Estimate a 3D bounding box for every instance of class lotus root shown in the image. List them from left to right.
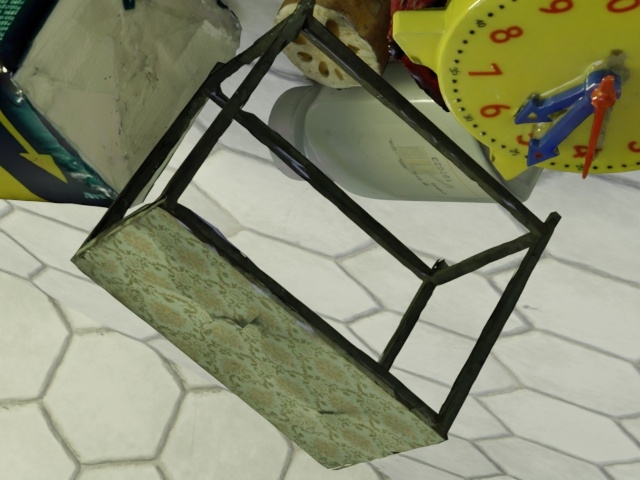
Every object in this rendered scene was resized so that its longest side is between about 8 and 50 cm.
[{"bbox_3d":[0.015,-0.210,1.523,0.122,0.081,0.112,2,149,46],"label":"lotus root"}]

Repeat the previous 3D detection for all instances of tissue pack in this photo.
[{"bbox_3d":[-0.330,-0.196,1.677,0.416,0.264,0.253,3,147,41],"label":"tissue pack"}]

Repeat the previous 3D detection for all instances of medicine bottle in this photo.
[{"bbox_3d":[0.084,-0.112,1.654,0.296,0.111,0.161,1,140,43],"label":"medicine bottle"}]

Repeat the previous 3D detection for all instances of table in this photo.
[{"bbox_3d":[0.000,0.000,1.511,0.335,0.272,0.222,40,151,-14],"label":"table"}]

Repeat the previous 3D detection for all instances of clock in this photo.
[{"bbox_3d":[0.232,-0.140,1.330,0.293,0.071,0.277,-21,139,31],"label":"clock"}]

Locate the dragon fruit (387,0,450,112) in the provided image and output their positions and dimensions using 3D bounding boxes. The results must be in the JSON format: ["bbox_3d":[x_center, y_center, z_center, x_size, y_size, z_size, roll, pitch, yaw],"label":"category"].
[{"bbox_3d":[0.141,-0.168,1.425,0.092,0.122,0.192,-10,132,30],"label":"dragon fruit"}]
